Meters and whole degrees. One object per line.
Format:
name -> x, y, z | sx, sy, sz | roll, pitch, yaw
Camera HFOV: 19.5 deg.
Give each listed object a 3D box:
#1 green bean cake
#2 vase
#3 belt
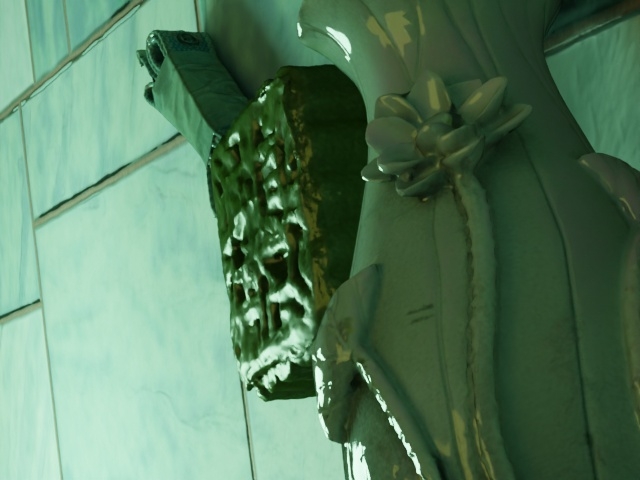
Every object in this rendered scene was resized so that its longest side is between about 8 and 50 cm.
green bean cake -> 0.000, 0.000, 1.476 | 0.222, 0.125, 0.248 | 139, 123, -61
vase -> 0.108, 0.025, 1.130 | 0.250, 0.250, 0.445 | 131, 133, -58
belt -> -0.100, -0.105, 1.743 | 0.302, 0.072, 0.087 | -125, 40, -49
